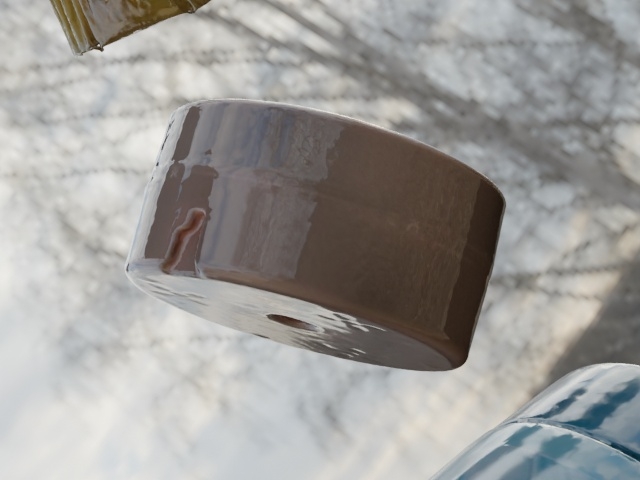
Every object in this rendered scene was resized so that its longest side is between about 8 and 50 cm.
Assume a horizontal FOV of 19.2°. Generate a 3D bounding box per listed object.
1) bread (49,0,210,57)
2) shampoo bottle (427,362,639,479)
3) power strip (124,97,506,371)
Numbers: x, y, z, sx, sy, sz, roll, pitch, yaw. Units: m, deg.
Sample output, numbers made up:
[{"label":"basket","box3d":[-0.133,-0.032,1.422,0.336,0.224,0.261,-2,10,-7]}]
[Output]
[{"label":"bread","box3d":[-0.139,-0.281,1.606,0.204,0.156,0.288,-41,19,-34]},{"label":"shampoo bottle","box3d":[0.100,0.288,0.904,0.342,0.331,0.331,-35,-21,-23]},{"label":"power strip","box3d":[0.000,0.000,0.794,0.154,0.154,0.078,61,-138,-75]}]
